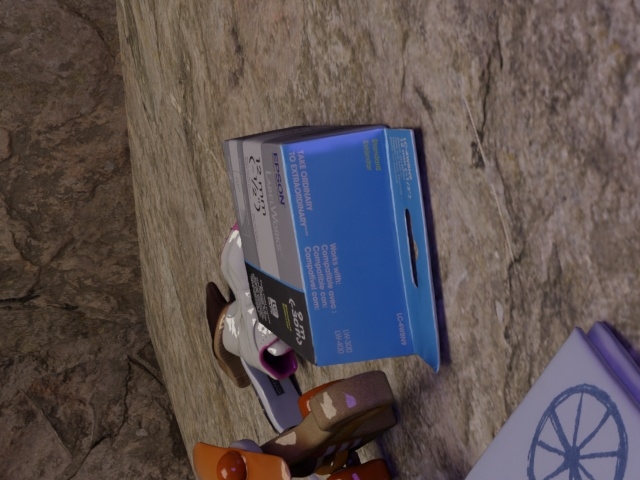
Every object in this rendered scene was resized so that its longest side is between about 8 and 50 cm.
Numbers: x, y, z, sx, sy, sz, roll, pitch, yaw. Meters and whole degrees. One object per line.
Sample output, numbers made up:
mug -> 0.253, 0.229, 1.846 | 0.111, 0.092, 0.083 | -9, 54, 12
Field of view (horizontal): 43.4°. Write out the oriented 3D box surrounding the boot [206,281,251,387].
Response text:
boot -> -0.195, 0.154, 1.598 | 0.248, 0.090, 0.207 | 92, 154, -45

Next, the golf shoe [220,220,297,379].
golf shoe -> -0.077, 0.088, 1.233 | 0.140, 0.115, 0.306 | 40, 143, 34

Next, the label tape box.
label tape box -> 0.000, 0.000, 0.917 | 0.348, 0.115, 0.249 | -157, 57, -69

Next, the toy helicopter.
toy helicopter -> -0.015, 0.220, 0.910 | 0.355, 0.235, 0.140 | 115, 138, -61

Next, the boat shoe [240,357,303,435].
boat shoe -> -0.086, 0.236, 1.378 | 0.228, 0.080, 0.076 | 61, 155, 21

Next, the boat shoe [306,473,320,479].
boat shoe -> -0.021, 0.340, 0.827 | 0.095, 0.079, 0.254 | -123, 27, -43

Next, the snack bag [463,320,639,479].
snack bag -> 0.159, 0.267, 0.482 | 0.323, 0.037, 0.342 | -62, 26, 22
